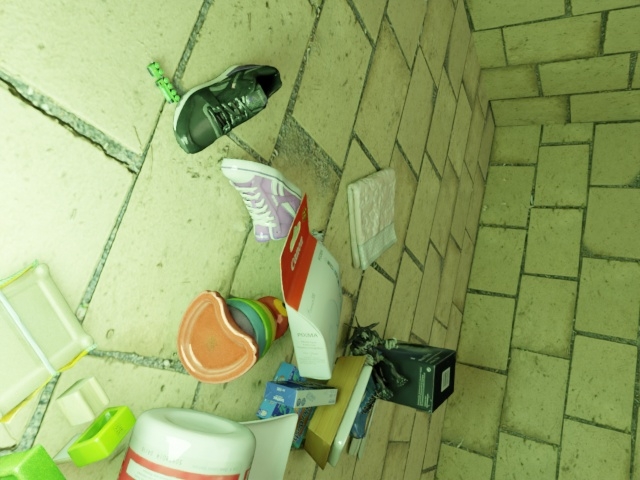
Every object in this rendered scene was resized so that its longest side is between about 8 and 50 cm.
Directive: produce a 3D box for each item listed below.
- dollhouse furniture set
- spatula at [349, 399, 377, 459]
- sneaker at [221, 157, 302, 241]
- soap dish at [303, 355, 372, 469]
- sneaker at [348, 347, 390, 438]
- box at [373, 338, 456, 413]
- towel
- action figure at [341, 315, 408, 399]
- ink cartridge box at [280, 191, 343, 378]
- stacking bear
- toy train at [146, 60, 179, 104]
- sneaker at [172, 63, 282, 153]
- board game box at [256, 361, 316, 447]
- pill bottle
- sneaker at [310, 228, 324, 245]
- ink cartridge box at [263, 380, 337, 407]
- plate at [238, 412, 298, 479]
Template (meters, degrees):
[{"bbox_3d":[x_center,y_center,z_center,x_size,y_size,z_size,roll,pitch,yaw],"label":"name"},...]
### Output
[{"bbox_3d":[-0.436,0.212,0.623,0.302,0.151,0.197,66,18,-13],"label":"dollhouse furniture set"},{"bbox_3d":[0.172,0.730,1.747,0.168,0.019,0.242,53,51,-47],"label":"spatula"},{"bbox_3d":[-0.137,-0.082,1.034,0.282,0.102,0.161,27,75,-57],"label":"sneaker"},{"bbox_3d":[0.051,0.516,1.352,0.229,0.118,0.291,97,18,-48],"label":"soap dish"},{"bbox_3d":[0.163,0.544,1.580,0.129,0.147,0.330,14,84,-58],"label":"sneaker"},{"bbox_3d":[0.342,0.510,1.724,0.296,0.293,0.183,4,89,-59],"label":"box"},{"bbox_3d":[0.203,-0.089,1.633,0.331,0.053,0.317,-31,120,-54],"label":"towel"},{"bbox_3d":[0.187,0.381,1.493,0.164,0.141,0.276,-31,85,-21],"label":"action figure"},{"bbox_3d":[-0.009,0.112,1.149,0.308,0.091,0.385,-74,162,-55],"label":"ink cartridge box"},{"bbox_3d":[-0.164,0.195,0.983,0.164,0.175,0.289,-44,167,17],"label":"stacking bear"},{"bbox_3d":[-0.292,-0.290,0.821,0.024,0.017,0.083,-52,137,-27],"label":"toy train"},{"bbox_3d":[-0.181,-0.283,0.901,0.283,0.124,0.107,-60,141,-34],"label":"sneaker"},{"bbox_3d":[-0.085,0.469,1.255,0.160,0.047,0.210,-62,143,-32],"label":"board game box"},{"bbox_3d":[-0.273,0.532,0.785,0.229,0.228,0.408,34,66,-55],"label":"pill bottle"},{"bbox_3d":[0.000,0.000,1.326,0.098,0.038,0.069,46,57,-52],"label":"sneaker"},{"bbox_3d":[-0.047,0.404,1.167,0.207,0.097,0.046,26,72,-55],"label":"ink cartridge box"},{"bbox_3d":[-0.188,0.558,1.064,0.278,0.045,0.278,17,86,-50],"label":"plate"}]
